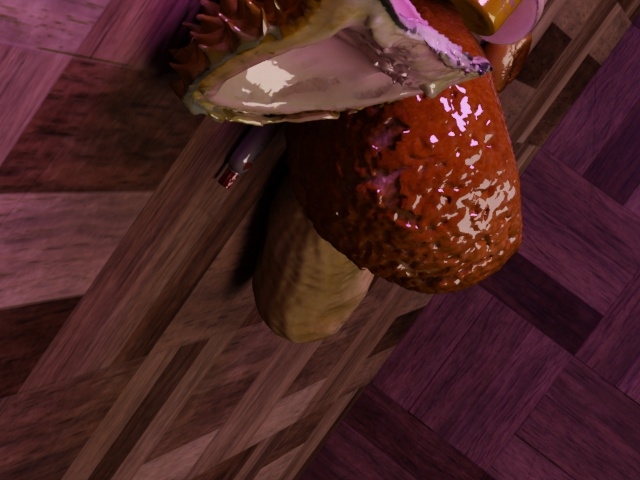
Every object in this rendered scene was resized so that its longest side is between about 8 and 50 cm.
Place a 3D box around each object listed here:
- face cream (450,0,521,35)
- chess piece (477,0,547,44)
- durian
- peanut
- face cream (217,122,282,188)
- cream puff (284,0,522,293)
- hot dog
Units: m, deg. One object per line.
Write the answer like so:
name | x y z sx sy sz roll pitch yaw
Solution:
face cream | 0.248 -0.356 1.857 0.273 0.078 0.078 -51 170 -12
chess piece | 0.245 -0.306 1.995 0.094 0.094 0.170 -59 171 32
durian | -0.016 -0.150 1.221 0.195 0.185 0.305 -36 170 15
peanut | 0.000 0.000 1.830 0.147 0.147 0.319 -47 163 -31
face cream | -0.067 -0.085 1.535 0.083 0.021 0.040 -53 172 5
cream puff | 0.072 -0.086 1.519 0.212 0.303 0.303 -13 169 2
hot dog | 0.249 -0.250 2.288 0.090 0.060 0.140 -44 161 -21
